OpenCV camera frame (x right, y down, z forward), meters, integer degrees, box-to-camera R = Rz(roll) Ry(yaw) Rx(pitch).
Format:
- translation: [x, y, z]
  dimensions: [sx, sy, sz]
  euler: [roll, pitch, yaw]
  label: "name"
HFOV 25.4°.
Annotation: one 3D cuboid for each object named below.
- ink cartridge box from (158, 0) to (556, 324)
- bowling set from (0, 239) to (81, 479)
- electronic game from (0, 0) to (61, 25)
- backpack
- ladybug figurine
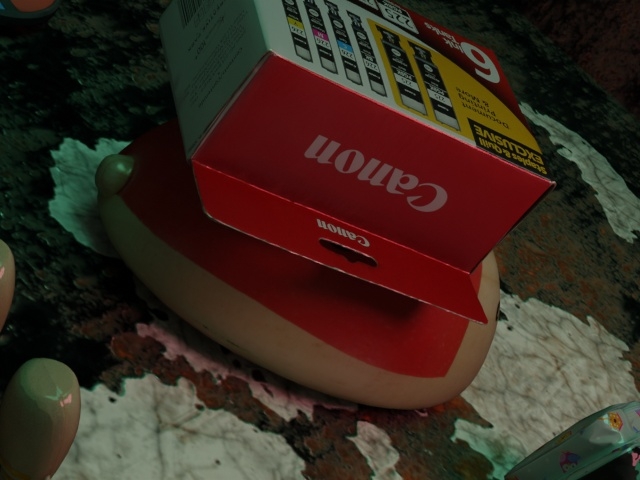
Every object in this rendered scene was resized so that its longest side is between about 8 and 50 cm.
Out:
- translation: [0.036, -0.099, 1.219]
  dimensions: [0.309, 0.130, 0.272]
  euler: [21, 34, -31]
  label: "ink cartridge box"
- translation: [-0.297, 0.067, 0.939]
  dimensions: [0.199, 0.154, 0.287]
  euler: [-6, 49, -30]
  label: "bowling set"
- translation: [-0.373, -0.302, 1.475]
  dimensions: [0.229, 0.048, 0.229]
  euler: [29, 28, -17]
  label: "electronic game"
- translation: [0.276, 0.235, 1.318]
  dimensions: [0.188, 0.166, 0.144]
  euler: [8, 49, -49]
  label: "backpack"
- translation: [0.000, 0.000, 1.344]
  dimensions: [0.449, 0.162, 0.305]
  euler: [20, 32, -31]
  label: "ladybug figurine"
